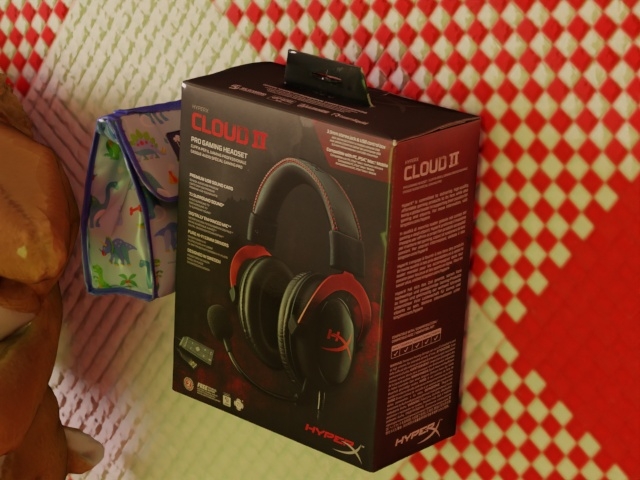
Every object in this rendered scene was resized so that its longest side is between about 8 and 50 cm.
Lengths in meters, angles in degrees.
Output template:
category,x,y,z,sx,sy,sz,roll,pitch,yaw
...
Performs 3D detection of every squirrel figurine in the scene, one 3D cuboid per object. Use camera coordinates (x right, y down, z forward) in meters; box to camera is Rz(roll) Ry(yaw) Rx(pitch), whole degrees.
category,x,y,z,sx,sy,sz,roll,pitch,yaw
squirrel figurine,-0.310,0.064,1.718,0.397,0.281,0.370,-100,-4,-53

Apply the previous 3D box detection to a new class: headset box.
category,x,y,z,sx,sy,sz,roll,pitch,yaw
headset box,0.000,0.000,1.505,0.218,0.110,0.293,19,115,37

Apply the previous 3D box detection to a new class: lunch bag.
category,x,y,z,sx,sy,sz,roll,pitch,yaw
lunch bag,-0.126,-0.037,1.594,0.096,0.129,0.151,3,102,37
